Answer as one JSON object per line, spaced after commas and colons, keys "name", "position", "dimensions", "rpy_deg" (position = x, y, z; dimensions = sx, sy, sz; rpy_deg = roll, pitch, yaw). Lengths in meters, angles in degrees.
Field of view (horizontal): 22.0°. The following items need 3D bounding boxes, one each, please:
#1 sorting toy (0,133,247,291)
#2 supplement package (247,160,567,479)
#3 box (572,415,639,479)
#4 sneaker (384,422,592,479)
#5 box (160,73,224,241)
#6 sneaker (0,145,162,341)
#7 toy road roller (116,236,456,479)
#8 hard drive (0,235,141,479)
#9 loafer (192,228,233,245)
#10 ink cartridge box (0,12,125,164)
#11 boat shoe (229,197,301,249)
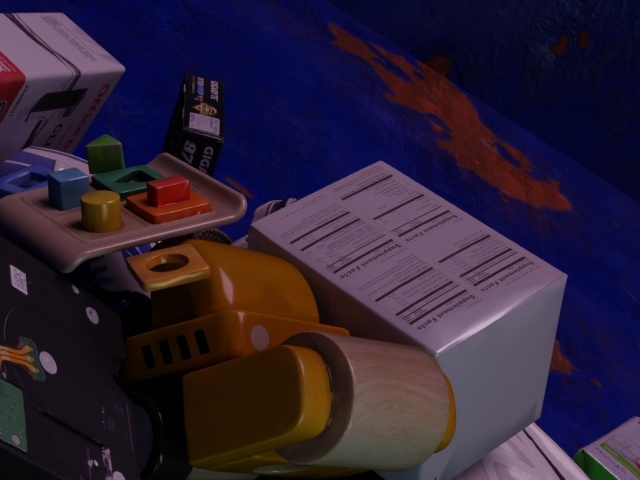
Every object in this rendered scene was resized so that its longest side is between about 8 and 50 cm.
{"name": "sorting toy", "position": [-0.195, -0.041, 1.580], "dimensions": [0.196, 0.047, 0.347], "rpy_deg": [-19, 28, -29]}
{"name": "supplement package", "position": [0.080, 0.087, 1.695], "dimensions": [0.198, 0.199, 0.262], "rpy_deg": [-28, 47, -36]}
{"name": "box", "position": [0.417, 0.355, 1.993], "dimensions": [0.262, 0.127, 0.231], "rpy_deg": [41, 20, 17]}
{"name": "sneaker", "position": [0.113, 0.204, 1.795], "dimensions": [0.447, 0.169, 0.257], "rpy_deg": [46, 21, 22]}
{"name": "box", "position": [-0.163, -0.059, 1.881], "dimensions": [0.051, 0.220, 0.175], "rpy_deg": [15, 23, -10]}
{"name": "sneaker", "position": [-0.233, 0.032, 1.703], "dimensions": [0.315, 0.127, 0.182], "rpy_deg": [37, 18, 2]}
{"name": "toy road roller", "position": [-0.052, 0.106, 1.528], "dimensions": [0.202, 0.329, 0.241], "rpy_deg": [12, 68, -45]}
{"name": "hard drive", "position": [-0.283, 0.094, 1.376], "dimensions": [0.339, 0.064, 0.237], "rpy_deg": [40, 27, -45]}
{"name": "loafer", "position": [-0.125, 0.024, 1.968], "dimensions": [0.050, 0.056, 0.148], "rpy_deg": [30, -16, 37]}
{"name": "ink cartridge box", "position": [-0.361, -0.138, 1.784], "dimensions": [0.114, 0.197, 0.273], "rpy_deg": [41, 21, 12]}
{"name": "boat shoe", "position": [0.000, 0.000, 2.016], "dimensions": [0.340, 0.158, 0.127], "rpy_deg": [-62, 130, -76]}
